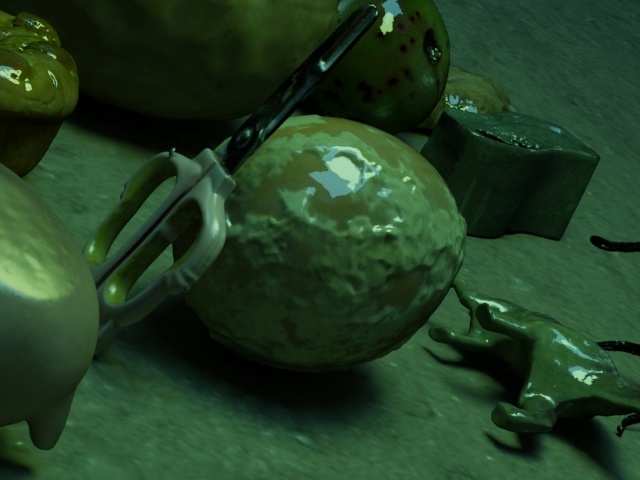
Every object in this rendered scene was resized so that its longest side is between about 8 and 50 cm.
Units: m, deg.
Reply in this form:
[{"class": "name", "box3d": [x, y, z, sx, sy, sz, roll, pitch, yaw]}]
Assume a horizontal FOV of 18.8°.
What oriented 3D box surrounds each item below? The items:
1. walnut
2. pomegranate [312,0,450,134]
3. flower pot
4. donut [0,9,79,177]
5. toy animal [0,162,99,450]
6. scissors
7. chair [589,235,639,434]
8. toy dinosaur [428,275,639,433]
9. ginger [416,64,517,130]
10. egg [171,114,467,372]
[{"class": "walnut", "box3d": [-0.148, -0.283, 1.863, 0.381, 0.381, 0.381, 23, 19, -9]}, {"class": "pomegranate", "box3d": [0.050, -0.211, 2.164, 0.179, 0.179, 0.210, 10, 13, -40]}, {"class": "flower pot", "box3d": [0.191, -0.073, 2.072, 0.103, 0.108, 0.229, 38, 21, 34]}, {"class": "donut", "box3d": [-0.307, -0.137, 1.591, 0.226, 0.114, 0.226, 23, 20, -9]}, {"class": "toy animal", "box3d": [-0.239, 0.018, 1.221, 0.166, 0.154, 0.250, -2, 30, -39]}, {"class": "scissors", "box3d": [-0.072, -0.055, 1.390, 0.024, 0.317, 0.160, 38, 10, -34]}, {"class": "chair", "box3d": [0.344, 0.094, 1.756, 0.213, 0.174, 0.149, 6, 29, -21]}, {"class": "toy dinosaur", "box3d": [0.185, 0.097, 1.668, 0.162, 0.077, 0.294, 16, 21, -28]}, {"class": "ginger", "box3d": [0.170, -0.159, 2.317, 0.137, 0.074, 0.213, 22, 13, 16]}, {"class": "egg", "box3d": [0.000, 0.000, 1.485, 0.245, 0.203, 0.203, -4, 34, -34]}]
